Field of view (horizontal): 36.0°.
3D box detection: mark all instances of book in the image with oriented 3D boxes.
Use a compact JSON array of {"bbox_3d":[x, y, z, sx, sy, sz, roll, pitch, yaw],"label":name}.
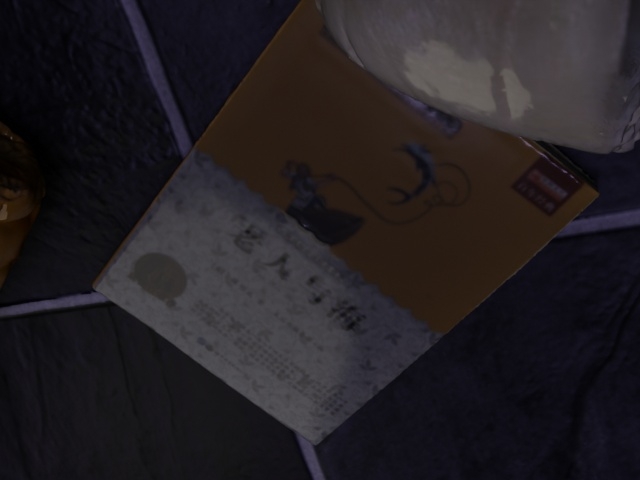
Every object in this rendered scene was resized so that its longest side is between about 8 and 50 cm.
[{"bbox_3d":[0.000,0.000,0.829,0.269,0.032,0.389,37,124,-7],"label":"book"}]

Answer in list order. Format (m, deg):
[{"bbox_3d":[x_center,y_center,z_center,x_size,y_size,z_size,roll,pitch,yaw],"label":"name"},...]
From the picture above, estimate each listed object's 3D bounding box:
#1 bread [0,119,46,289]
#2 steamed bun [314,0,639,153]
[{"bbox_3d":[-0.361,0.011,0.888,0.167,0.132,0.294,37,125,1],"label":"bread"},{"bbox_3d":[0.114,-0.201,0.537,0.274,0.272,0.290,5,117,15],"label":"steamed bun"}]
